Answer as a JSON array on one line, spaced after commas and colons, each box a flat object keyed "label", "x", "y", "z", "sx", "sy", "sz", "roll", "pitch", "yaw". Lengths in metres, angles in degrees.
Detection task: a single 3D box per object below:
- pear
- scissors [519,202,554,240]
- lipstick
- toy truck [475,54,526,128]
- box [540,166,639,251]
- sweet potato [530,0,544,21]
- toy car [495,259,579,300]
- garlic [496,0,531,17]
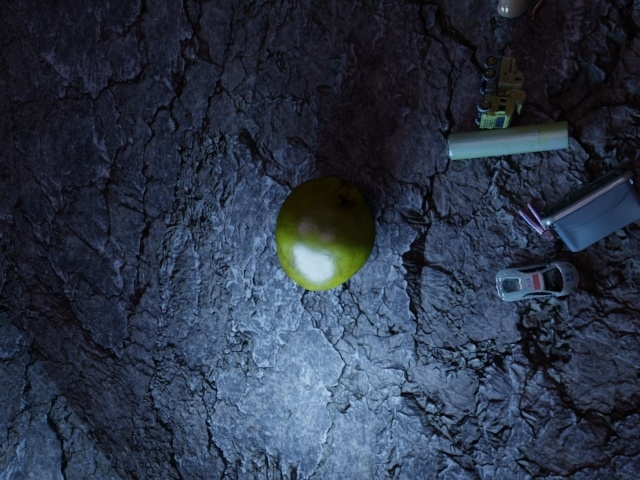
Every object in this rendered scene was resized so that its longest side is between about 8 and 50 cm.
[{"label": "pear", "x": 0.000, "y": 0.000, "z": 1.602, "sx": 0.287, "sy": 0.287, "sz": 0.375, "roll": 40, "pitch": 122, "yaw": 17}, {"label": "scissors", "x": 0.572, "y": -0.045, "z": 1.483, "sx": 0.039, "sy": 0.012, "sz": 0.113, "roll": -43, "pitch": 76, "yaw": 19}, {"label": "lipstick", "x": 0.485, "y": -0.261, "z": 1.479, "sx": 0.305, "sy": 0.076, "sz": 0.076, "roll": -3, "pitch": 91, "yaw": 24}, {"label": "toy truck", "x": 0.469, "y": -0.382, "z": 1.454, "sx": 0.116, "sy": 0.085, "sz": 0.191, "roll": 8, "pitch": 73, "yaw": 14}, {"label": "box", "x": 0.658, "y": -0.078, "z": 1.370, "sx": 0.227, "sy": 0.162, "sz": 0.130, "roll": -33, "pitch": 89, "yaw": 21}, {"label": "sweet potato", "x": 0.570, "y": -0.622, "z": 1.457, "sx": 0.026, "sy": 0.026, "sz": 0.115, "roll": 37, "pitch": 108, "yaw": 18}, {"label": "toy car", "x": 0.562, "y": 0.105, "z": 1.471, "sx": 0.205, "sy": 0.056, "sz": 0.095, "roll": -9, "pitch": 87, "yaw": 24}, {"label": "garlic", "x": 0.508, "y": -0.661, "z": 1.451, "sx": 0.124, "sy": 0.099, "sz": 0.174, "roll": 24, "pitch": 106, "yaw": 2}]
